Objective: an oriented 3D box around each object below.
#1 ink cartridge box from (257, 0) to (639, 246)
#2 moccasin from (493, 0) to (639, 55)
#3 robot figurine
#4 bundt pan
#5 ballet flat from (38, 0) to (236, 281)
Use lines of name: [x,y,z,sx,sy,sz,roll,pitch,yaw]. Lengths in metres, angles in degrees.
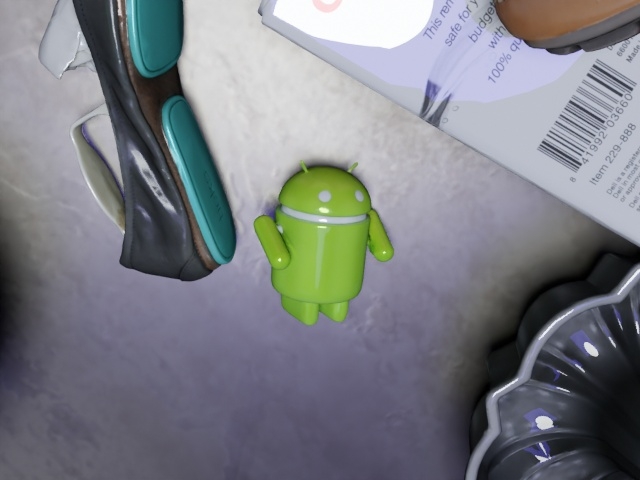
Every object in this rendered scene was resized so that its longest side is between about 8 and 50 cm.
ink cartridge box: [0.135,-0.160,0.557,0.289,0.121,0.211,29,104,-10]
moccasin: [0.203,-0.225,0.357,0.147,0.139,0.380,44,135,-3]
robot figurine: [0.000,0.000,0.629,0.101,0.067,0.115,-3,108,-29]
bundt pan: [0.257,0.145,0.649,0.330,0.124,0.331,0,107,-2]
ballet flat: [-0.129,-0.100,0.587,0.096,0.095,0.280,-5,107,13]
